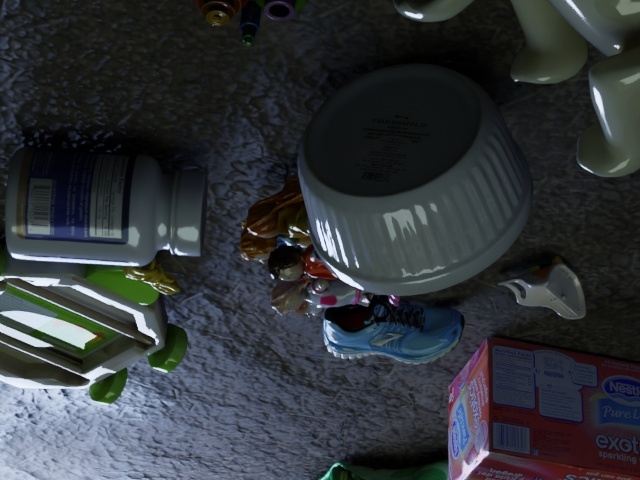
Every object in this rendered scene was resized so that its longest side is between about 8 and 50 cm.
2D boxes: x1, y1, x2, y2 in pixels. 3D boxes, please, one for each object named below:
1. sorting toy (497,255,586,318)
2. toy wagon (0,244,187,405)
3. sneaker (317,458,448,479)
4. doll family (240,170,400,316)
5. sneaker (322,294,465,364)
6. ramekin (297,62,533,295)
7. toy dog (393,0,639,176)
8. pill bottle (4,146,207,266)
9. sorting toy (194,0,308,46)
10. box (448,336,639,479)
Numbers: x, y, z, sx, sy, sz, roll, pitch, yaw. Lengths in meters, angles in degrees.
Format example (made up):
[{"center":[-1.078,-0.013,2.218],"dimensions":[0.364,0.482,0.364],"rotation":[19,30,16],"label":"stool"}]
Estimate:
[{"center":[0.232,0.051,1.891],"dimensions":[0.075,0.044,0.083],"rotation":[-11,146,35],"label":"sorting toy"},{"center":[-0.276,0.077,1.956],"dimensions":[0.267,0.068,0.344],"rotation":[27,140,-33],"label":"toy wagon"},{"center":[0.070,0.346,2.314],"dimensions":[0.296,0.109,0.123],"rotation":[-20,145,33],"label":"sneaker"},{"center":[0.000,0.000,1.789],"dimensions":[0.163,0.118,0.263],"rotation":[-3,166,-2],"label":"doll family"},{"center":[0.078,0.094,1.953],"dimensions":[0.162,0.063,0.073],"rotation":[-4,144,12],"label":"sneaker"},{"center":[0.078,-0.063,1.575],"dimensions":[0.207,0.207,0.109],"rotation":[-7,138,16],"label":"ramekin"},{"center":[0.253,-0.243,1.245],"dimensions":[0.408,0.284,0.395],"rotation":[27,100,-32],"label":"toy dog"},{"center":[-0.207,-0.031,1.731],"dimensions":[0.187,0.112,0.112],"rotation":[4,148,0],"label":"pill bottle"},{"center":[-0.060,-0.197,1.515],"dimensions":[0.102,0.042,0.061],"rotation":[3,148,1],"label":"sorting toy"},{"center":[0.309,0.229,2.065],"dimensions":[0.300,0.154,0.142],"rotation":[10,148,-13],"label":"box"}]
